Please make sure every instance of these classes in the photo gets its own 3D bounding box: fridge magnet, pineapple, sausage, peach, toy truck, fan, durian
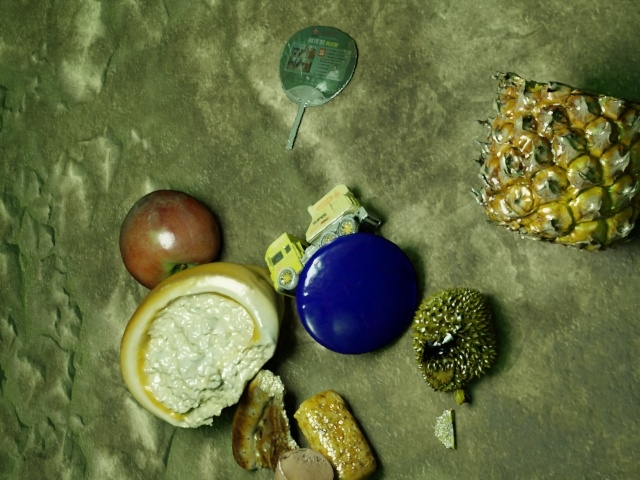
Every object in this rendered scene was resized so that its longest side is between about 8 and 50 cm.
[{"bbox_3d":[0.077,0.112,1.815,0.266,0.265,0.112,-64,19,7],"label":"fridge magnet"},{"bbox_3d":[0.255,0.386,1.767,0.045,0.019,0.083,-5,82,28],"label":"pineapple"},{"bbox_3d":[-0.046,0.536,1.800,0.123,0.123,0.253,47,144,29],"label":"sausage"},{"bbox_3d":[-0.374,-0.004,2.105,0.252,0.252,0.253,-6,79,31],"label":"peach"},{"bbox_3d":[0.000,0.000,1.931,0.272,0.124,0.157,-40,57,19],"label":"toy truck"},{"bbox_3d":[-0.041,-0.397,2.091,0.294,0.012,0.223,-48,61,15],"label":"fan"},{"bbox_3d":[0.440,-0.142,1.563,0.352,0.352,0.300,22,101,33],"label":"pineapple"},{"bbox_3d":[0.256,0.210,1.727,0.193,0.137,0.238,-14,75,29],"label":"durian"}]

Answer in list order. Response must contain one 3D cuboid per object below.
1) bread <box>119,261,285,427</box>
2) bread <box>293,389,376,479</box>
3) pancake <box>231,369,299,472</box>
[{"bbox_3d":[-0.252,0.234,1.979,0.424,0.245,0.329,-44,73,20],"label":"bread"},{"bbox_3d":[0.033,0.426,1.844,0.113,0.083,0.211,-22,62,-21],"label":"bread"},{"bbox_3d":[-0.105,0.446,1.917,0.244,0.057,0.266,44,128,25],"label":"pancake"}]
